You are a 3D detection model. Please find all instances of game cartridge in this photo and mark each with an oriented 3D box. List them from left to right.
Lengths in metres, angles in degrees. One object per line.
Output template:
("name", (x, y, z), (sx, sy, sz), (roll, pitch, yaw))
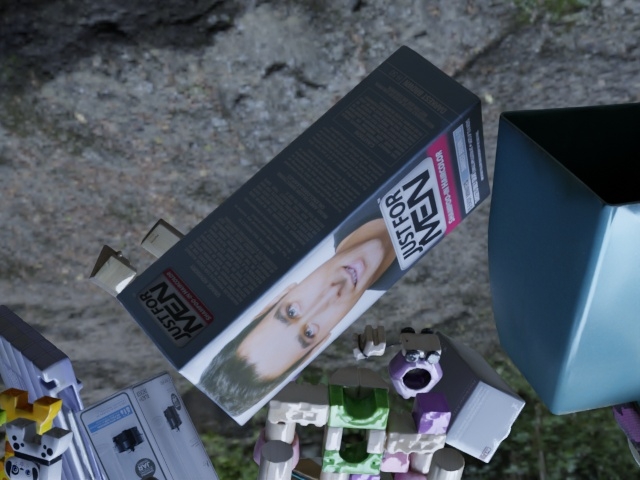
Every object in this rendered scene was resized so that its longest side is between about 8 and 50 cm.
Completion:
("game cartridge", (-0.447, 0.292, 1.417), (0.068, 0.355, 0.230), (-28, -142, -30))

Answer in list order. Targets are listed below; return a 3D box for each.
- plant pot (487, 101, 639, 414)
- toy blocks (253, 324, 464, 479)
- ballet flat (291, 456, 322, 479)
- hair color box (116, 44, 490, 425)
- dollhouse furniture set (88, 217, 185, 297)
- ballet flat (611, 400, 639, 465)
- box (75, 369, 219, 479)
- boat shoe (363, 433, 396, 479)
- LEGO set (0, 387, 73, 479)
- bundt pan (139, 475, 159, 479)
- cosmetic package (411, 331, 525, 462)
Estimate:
("plant pot", (0.245, 0.025, 0.734), (0.165, 0.234, 0.166), (-6, -148, -17))
("toy blocks", (0.040, 0.315, 1.232), (0.288, 0.260, 0.309), (4, -149, -5))
("ballet flat", (0.042, 0.453, 1.618), (0.232, 0.073, 0.080), (22, 168, 19))
("hair color box", (0.000, 0.000, 0.864), (0.374, 0.113, 0.185), (-42, 151, -8))
("dollhouse furniture set", (-0.275, 0.026, 1.433), (0.151, 0.144, 0.123), (-47, -161, 16))
("ballet flat", (0.379, 0.245, 0.906), (0.076, 0.221, 0.079), (-6, 136, -15))
("box", (-0.214, 0.339, 1.188), (0.087, 0.290, 0.169), (-27, 177, 7))
("boat shoe", (0.191, 0.529, 1.722), (0.119, 0.324, 0.122), (-20, 164, -2))
("LEGO set", (-0.317, 0.190, 0.798), (0.227, 0.093, 0.087), (9, -170, 19))
("bundt pan", (-0.100, 0.290, 0.513), (0.330, 0.331, 0.124), (-5, 142, -33))
("cosmetic package", (0.247, 0.267, 1.486), (0.107, 0.127, 0.238), (28, -174, -12))
